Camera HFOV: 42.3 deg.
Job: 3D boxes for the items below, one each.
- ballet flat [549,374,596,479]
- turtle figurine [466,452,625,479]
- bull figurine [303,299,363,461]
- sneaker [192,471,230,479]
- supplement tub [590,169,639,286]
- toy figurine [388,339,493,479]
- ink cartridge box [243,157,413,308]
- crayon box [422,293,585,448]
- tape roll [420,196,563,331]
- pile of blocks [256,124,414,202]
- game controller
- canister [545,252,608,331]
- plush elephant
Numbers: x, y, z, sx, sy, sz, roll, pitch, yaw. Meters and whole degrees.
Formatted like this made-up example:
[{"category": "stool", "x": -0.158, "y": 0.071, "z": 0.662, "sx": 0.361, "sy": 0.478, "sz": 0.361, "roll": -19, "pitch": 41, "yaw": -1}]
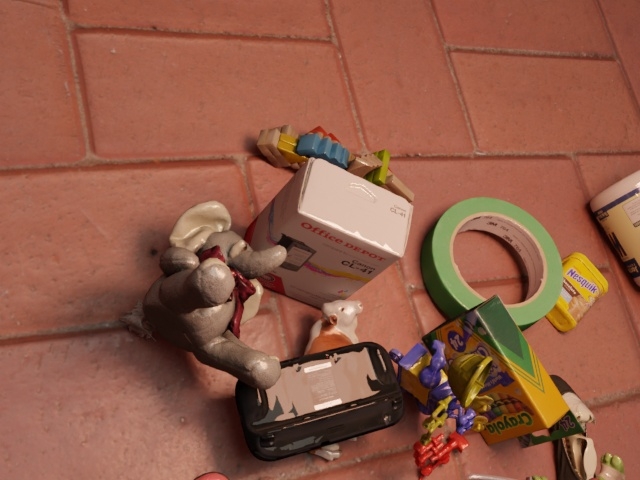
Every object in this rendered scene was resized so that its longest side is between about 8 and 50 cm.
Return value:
[{"category": "ballet flat", "x": 0.564, "y": 0.426, "z": 1.825, "sx": 0.095, "sy": 0.096, "sz": 0.281, "roll": 5, "pitch": 65, "yaw": -25}, {"category": "turtle figurine", "x": 0.463, "y": 0.454, "z": 1.453, "sx": 0.266, "sy": 0.198, "sz": 0.275, "roll": -27, "pitch": 77, "yaw": -29}, {"category": "bull figurine", "x": 0.024, "y": 0.268, "z": 1.602, "sx": 0.188, "sy": 0.101, "sz": 0.310, "roll": 36, "pitch": 67, "yaw": -11}, {"category": "sneaker", "x": -0.231, "y": 0.509, "z": 1.341, "sx": 0.116, "sy": 0.136, "sz": 0.314, "roll": 45, "pitch": 55, "yaw": -4}, {"category": "supplement tub", "x": 0.868, "y": -0.021, "z": 2.107, "sx": 0.235, "sy": 0.235, "sz": 0.325, "roll": -22, "pitch": 79, "yaw": -34}, {"category": "toy figurine", "x": 0.193, "y": 0.287, "z": 1.603, "sx": 0.191, "sy": 0.363, "sz": 0.217, "roll": -34, "pitch": 59, "yaw": -18}, {"category": "ink cartridge box", "x": 0.000, "y": 0.000, "z": 1.595, "sx": 0.226, "sy": 0.306, "sz": 0.131, "roll": 23, "pitch": 59, "yaw": -16}, {"category": "crayon box", "x": 0.373, "y": 0.295, "z": 1.718, "sx": 0.083, "sy": 0.203, "sz": 0.323, "roll": -28, "pitch": 82, "yaw": -34}, {"category": "tape roll", "x": 0.390, "y": 0.057, "z": 1.881, "sx": 0.321, "sy": 0.077, "sz": 0.322, "roll": 8, "pitch": 61, "yaw": -14}, {"category": "pile of blocks", "x": 0.045, "y": -0.190, "z": 1.803, "sx": 0.362, "sy": 0.149, "sz": 0.113, "roll": 22, "pitch": 59, "yaw": -17}, {"category": "game controller", "x": 0.004, "y": 0.287, "z": 1.508, "sx": 0.319, "sy": 0.067, "sz": 0.167, "roll": -10, "pitch": 67, "yaw": -26}, {"category": "canister", "x": 0.605, "y": 0.126, "z": 2.000, "sx": 0.126, "sy": 0.073, "sz": 0.170, "roll": 49, "pitch": 56, "yaw": 2}, {"category": "plush elephant", "x": -0.176, "y": 0.078, "z": 1.477, "sx": 0.255, "sy": 0.329, "sz": 0.272, "roll": -51, "pitch": 125, "yaw": -35}]
